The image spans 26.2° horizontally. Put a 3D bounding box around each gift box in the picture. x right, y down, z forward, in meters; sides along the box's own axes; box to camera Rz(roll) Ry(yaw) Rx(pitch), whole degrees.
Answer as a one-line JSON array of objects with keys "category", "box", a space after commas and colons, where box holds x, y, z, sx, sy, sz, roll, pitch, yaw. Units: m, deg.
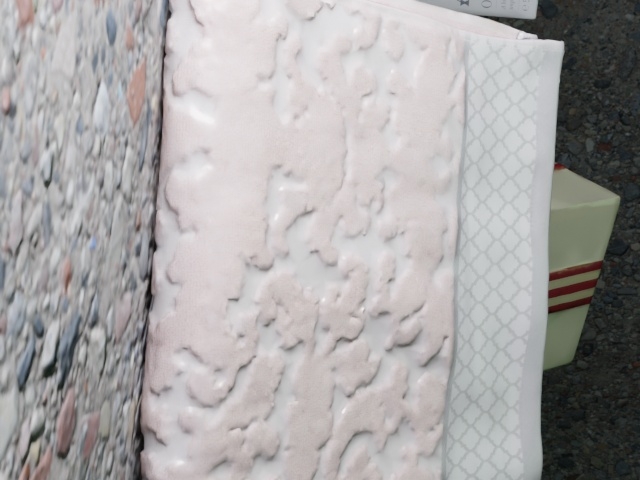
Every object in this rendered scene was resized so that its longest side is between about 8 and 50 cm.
[{"category": "gift box", "box": [0.147, -0.001, 1.541, 0.258, 0.255, 0.276, -11, 117, -40]}]

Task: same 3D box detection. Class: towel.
[{"category": "towel", "box": [0.032, 0.016, 0.840, 0.317, 0.053, 0.332, 2, 93, -42]}]

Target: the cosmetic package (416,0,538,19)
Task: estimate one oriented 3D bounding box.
[{"category": "cosmetic package", "box": [0.118, -0.356, 1.377, 0.138, 0.224, 0.224, -75, 168, -47]}]
